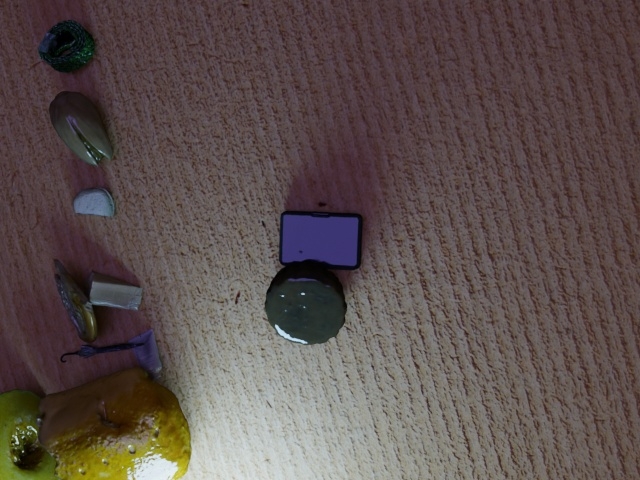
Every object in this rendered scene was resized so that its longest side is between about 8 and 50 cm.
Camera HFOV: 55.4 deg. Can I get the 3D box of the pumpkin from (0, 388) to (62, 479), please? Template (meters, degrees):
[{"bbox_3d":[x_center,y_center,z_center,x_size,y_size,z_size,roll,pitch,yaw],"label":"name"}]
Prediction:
[{"bbox_3d":[-0.896,0.611,1.710,0.199,0.332,0.333,-25,92,10],"label":"pumpkin"}]

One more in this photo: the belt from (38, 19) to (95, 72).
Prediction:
[{"bbox_3d":[-0.712,-0.541,1.720,0.151,0.079,0.121,-40,79,-3],"label":"belt"}]

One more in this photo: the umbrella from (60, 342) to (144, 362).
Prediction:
[{"bbox_3d":[-0.647,0.317,1.799,0.268,0.044,0.044,-12,55,8],"label":"umbrella"}]

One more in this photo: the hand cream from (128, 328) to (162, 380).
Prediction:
[{"bbox_3d":[-0.504,0.342,1.786,0.084,0.053,0.142,-26,76,7],"label":"hand cream"}]

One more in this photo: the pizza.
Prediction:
[{"bbox_3d":[-0.710,0.172,1.750,0.262,0.034,0.181,60,142,5],"label":"pizza"}]

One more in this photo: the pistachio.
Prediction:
[{"bbox_3d":[-0.664,-0.313,1.701,0.135,0.136,0.226,-28,101,8],"label":"pistachio"}]

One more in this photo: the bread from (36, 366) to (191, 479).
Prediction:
[{"bbox_3d":[-0.554,0.556,1.683,0.394,0.250,0.361,-19,103,8],"label":"bread"}]

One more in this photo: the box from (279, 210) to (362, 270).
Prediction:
[{"bbox_3d":[0.000,0.000,1.691,0.230,0.050,0.160,3,96,7],"label":"box"}]

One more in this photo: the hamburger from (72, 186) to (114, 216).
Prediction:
[{"bbox_3d":[-0.650,-0.113,1.759,0.121,0.054,0.084,8,91,3],"label":"hamburger"}]

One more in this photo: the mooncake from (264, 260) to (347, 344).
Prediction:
[{"bbox_3d":[-0.038,0.167,1.659,0.228,0.124,0.228,1,114,3],"label":"mooncake"}]

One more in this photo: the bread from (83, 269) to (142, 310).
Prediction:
[{"bbox_3d":[-0.609,0.149,1.789,0.152,0.105,0.077,14,97,-27],"label":"bread"}]
